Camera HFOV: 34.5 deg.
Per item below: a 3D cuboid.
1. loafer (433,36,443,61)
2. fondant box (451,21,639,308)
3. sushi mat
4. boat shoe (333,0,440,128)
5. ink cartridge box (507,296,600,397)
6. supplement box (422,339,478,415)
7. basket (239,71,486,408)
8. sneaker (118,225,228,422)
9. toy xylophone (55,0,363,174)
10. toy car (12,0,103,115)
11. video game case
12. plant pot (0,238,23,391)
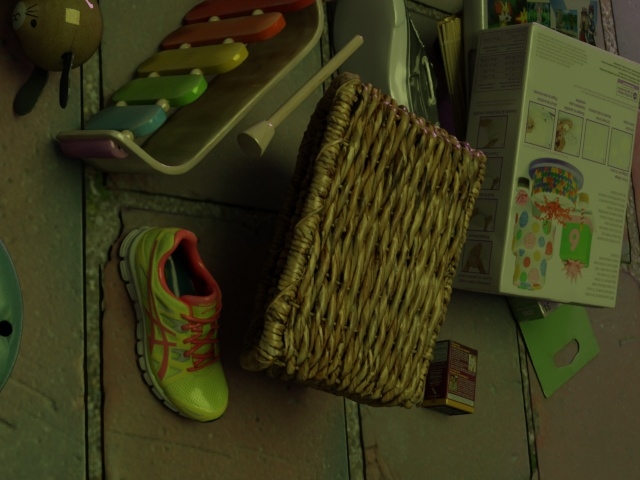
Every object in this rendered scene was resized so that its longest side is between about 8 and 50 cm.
[{"bbox_3d":[0.245,-0.317,1.479,0.076,0.078,0.223,56,49,-15],"label":"loafer"},{"bbox_3d":[0.293,-0.088,1.324,0.238,0.096,0.330,9,86,-39],"label":"fondant box"},{"bbox_3d":[0.226,-0.162,1.400,0.151,0.019,0.316,-34,119,-43],"label":"sushi mat"},{"bbox_3d":[0.097,-0.201,1.297,0.102,0.108,0.301,-9,88,-44],"label":"boat shoe"},{"bbox_3d":[0.341,0.081,1.475,0.171,0.056,0.235,-27,95,-43],"label":"ink cartridge box"},{"bbox_3d":[0.163,0.173,1.295,0.055,0.043,0.083,24,64,-35],"label":"supplement box"},{"bbox_3d":[0.000,0.000,1.070,0.223,0.213,0.299,23,80,-39],"label":"basket"},{"bbox_3d":[-0.133,0.082,1.020,0.081,0.094,0.208,-24,96,-45],"label":"sneaker"},{"bbox_3d":[-0.098,-0.170,1.034,0.323,0.236,0.081,-55,127,-35],"label":"toy xylophone"},{"bbox_3d":[-0.260,-0.213,0.961,0.149,0.155,0.188,4,88,-41],"label":"toy car"},{"bbox_3d":[0.302,-0.196,1.445,0.329,0.036,0.300,-13,103,-48],"label":"video game case"},{"bbox_3d":[-0.347,0.064,0.722,0.271,0.255,0.272,13,70,-39],"label":"plant pot"}]
